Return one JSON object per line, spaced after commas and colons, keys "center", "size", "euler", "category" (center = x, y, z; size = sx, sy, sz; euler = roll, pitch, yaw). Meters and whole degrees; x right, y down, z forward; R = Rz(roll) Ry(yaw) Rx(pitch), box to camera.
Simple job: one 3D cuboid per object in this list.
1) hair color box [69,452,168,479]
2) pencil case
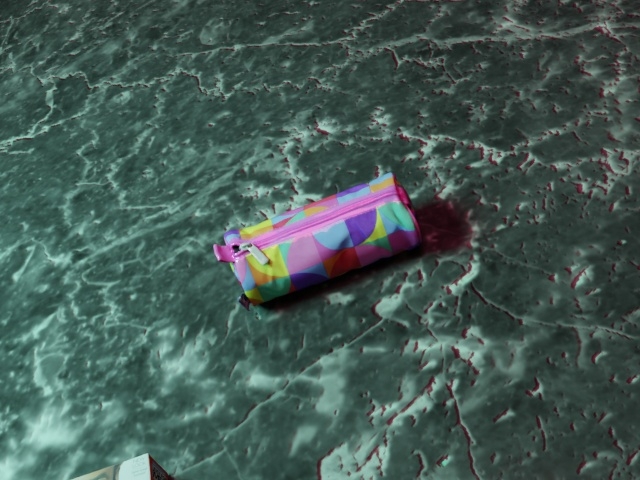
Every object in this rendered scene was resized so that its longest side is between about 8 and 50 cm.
{"center": [-0.192, 0.302, 0.739], "size": [0.093, 0.053, 0.167], "euler": [-20, 45, 2], "category": "hair color box"}
{"center": [0.000, 0.000, 0.910], "size": [0.236, 0.104, 0.104], "euler": [-21, 46, -1], "category": "pencil case"}
